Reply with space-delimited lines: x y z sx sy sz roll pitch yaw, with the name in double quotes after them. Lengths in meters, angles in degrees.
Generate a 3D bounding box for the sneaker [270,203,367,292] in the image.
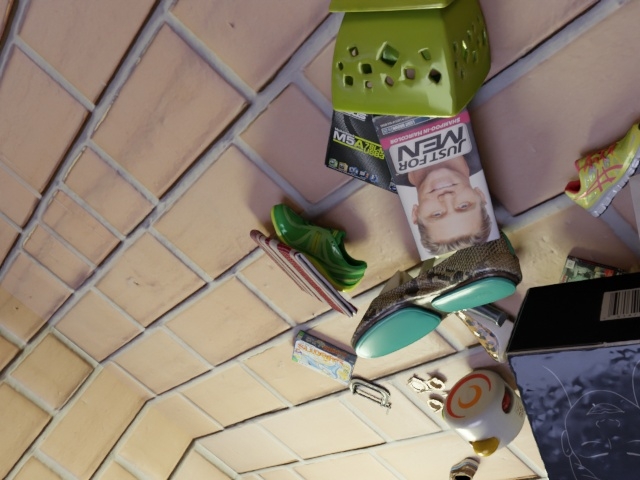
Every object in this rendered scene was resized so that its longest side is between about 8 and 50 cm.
0.000 0.000 1.619 0.295 0.109 0.123 41 113 -5 "sneaker"

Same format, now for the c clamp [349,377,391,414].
0.162 0.506 2.066 0.160 0.022 0.137 26 140 7 "c clamp"

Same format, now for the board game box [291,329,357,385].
0.010 0.374 2.019 0.201 0.035 0.136 23 139 11 "board game box"

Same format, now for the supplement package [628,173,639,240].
0.660 -0.042 1.048 0.203 0.149 0.194 25 147 -33 "supplement package"

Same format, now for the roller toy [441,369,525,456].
0.443 0.461 1.707 0.146 0.191 0.209 46 178 -17 "roller toy"

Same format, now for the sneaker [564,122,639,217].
0.514 -0.133 1.157 0.094 0.081 0.209 31 139 13 "sneaker"

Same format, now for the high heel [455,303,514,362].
0.395 0.205 1.597 0.186 0.093 0.261 30 159 39 "high heel"

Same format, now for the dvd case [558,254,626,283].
0.586 0.080 1.375 0.119 0.013 0.087 14 137 19 "dvd case"

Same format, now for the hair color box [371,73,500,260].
0.232 -0.140 1.262 0.173 0.105 0.347 -17 124 12 "hair color box"

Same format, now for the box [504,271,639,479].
0.675 0.323 1.231 0.479 0.297 0.472 -12 107 32 "box"

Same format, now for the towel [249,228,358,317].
-0.048 0.076 1.626 0.237 0.037 0.329 47 169 -24 "towel"

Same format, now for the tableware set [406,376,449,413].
0.347 0.459 1.902 0.168 0.020 0.141 42 139 -12 "tableware set"

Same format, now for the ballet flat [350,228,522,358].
0.256 0.118 1.496 0.164 0.182 0.482 25 137 -32 "ballet flat"

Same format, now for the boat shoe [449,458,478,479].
0.467 0.790 2.122 0.066 0.066 0.183 24 139 10 "boat shoe"

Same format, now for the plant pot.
0.149 -0.349 1.068 0.228 0.227 0.207 8 128 27 "plant pot"

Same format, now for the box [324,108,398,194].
0.111 -0.206 1.365 0.190 0.045 0.184 23 140 10 "box"
